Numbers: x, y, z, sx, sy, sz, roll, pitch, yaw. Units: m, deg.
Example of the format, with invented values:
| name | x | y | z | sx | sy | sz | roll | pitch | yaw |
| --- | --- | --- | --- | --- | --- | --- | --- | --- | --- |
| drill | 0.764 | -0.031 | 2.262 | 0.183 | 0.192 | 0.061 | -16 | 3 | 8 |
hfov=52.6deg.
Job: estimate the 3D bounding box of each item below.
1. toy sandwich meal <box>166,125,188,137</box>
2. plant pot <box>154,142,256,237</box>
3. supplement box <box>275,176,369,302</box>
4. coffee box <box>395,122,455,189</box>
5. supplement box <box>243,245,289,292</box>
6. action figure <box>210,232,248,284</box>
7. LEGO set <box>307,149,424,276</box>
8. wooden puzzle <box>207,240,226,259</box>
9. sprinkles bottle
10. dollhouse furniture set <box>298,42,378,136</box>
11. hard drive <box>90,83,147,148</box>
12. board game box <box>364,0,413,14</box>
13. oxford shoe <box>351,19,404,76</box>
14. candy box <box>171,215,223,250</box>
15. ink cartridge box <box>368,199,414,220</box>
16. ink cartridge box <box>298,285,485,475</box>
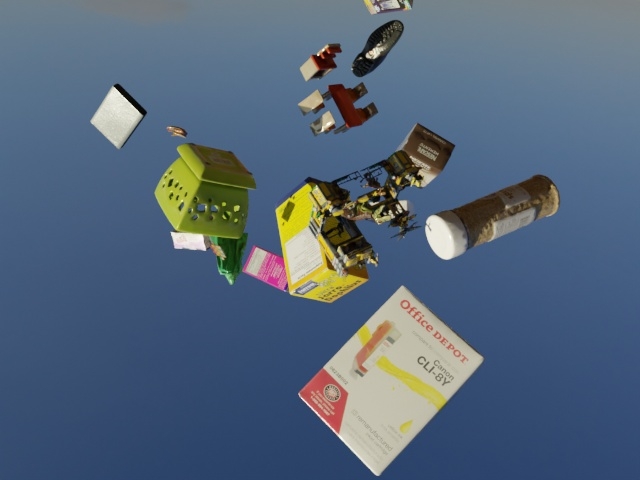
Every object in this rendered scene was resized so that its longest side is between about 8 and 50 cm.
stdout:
| name | x | y | z | sx | sy | sz | roll | pitch | yaw |
| --- | --- | --- | --- | --- | --- | --- | --- | --- | --- |
| toy sandwich meal | -0.557 | -0.420 | 2.518 | 0.086 | 0.029 | 0.085 | 10 | 174 | 1 |
| plant pot | -0.337 | -0.158 | 1.958 | 0.228 | 0.207 | 0.227 | 8 | -152 | -39 |
| supplement box | 0.000 | 0.000 | 2.184 | 0.195 | 0.194 | 0.356 | 16 | -128 | -40 |
| coffee box | 0.311 | -0.260 | 2.043 | 0.141 | 0.098 | 0.246 | 29 | 170 | 0 |
| supplement box | -0.159 | 0.113 | 2.397 | 0.220 | 0.113 | 0.111 | 23 | 177 | 34 |
| action figure | -0.307 | 0.059 | 2.192 | 0.137 | 0.063 | 0.232 | -2 | -138 | -10 |
| LEGO set | 0.129 | -0.052 | 1.586 | 0.332 | 0.255 | 0.192 | -21 | -114 | -27 |
| wooden puzzle | -0.331 | 0.031 | 2.094 | 0.049 | 0.083 | 0.006 | 13 | -129 | 34 |
| sprinkles bottle | 0.451 | -0.064 | 1.689 | 0.356 | 0.121 | 0.121 | -21 | -147 | -19 |
| dollhouse furniture set | 0.053 | -0.474 | 2.055 | 0.135 | 0.259 | 0.262 | -29 | 177 | 40 |
| hard drive | -0.472 | -0.288 | 1.513 | 0.094 | 0.135 | 0.022 | 45 | -140 | -7 |
| board game box | 0.200 | -0.786 | 2.035 | 0.141 | 0.048 | 0.170 | 3 | 165 | 25 |
| oxford shoe | 0.198 | -0.647 | 2.167 | 0.082 | 0.227 | 0.096 | 51 | -147 | 5 |
| candy box | -0.445 | -0.032 | 2.499 | 0.165 | 0.070 | 0.196 | 4 | -156 | 33 |
| ink cartridge box | 0.212 | -0.094 | 2.151 | 0.180 | 0.060 | 0.104 | -2 | 175 | 21 |
| ink cartridge box | 0.181 | 0.347 | 1.633 | 0.279 | 0.160 | 0.384 | 43 | -96 | 18 |
